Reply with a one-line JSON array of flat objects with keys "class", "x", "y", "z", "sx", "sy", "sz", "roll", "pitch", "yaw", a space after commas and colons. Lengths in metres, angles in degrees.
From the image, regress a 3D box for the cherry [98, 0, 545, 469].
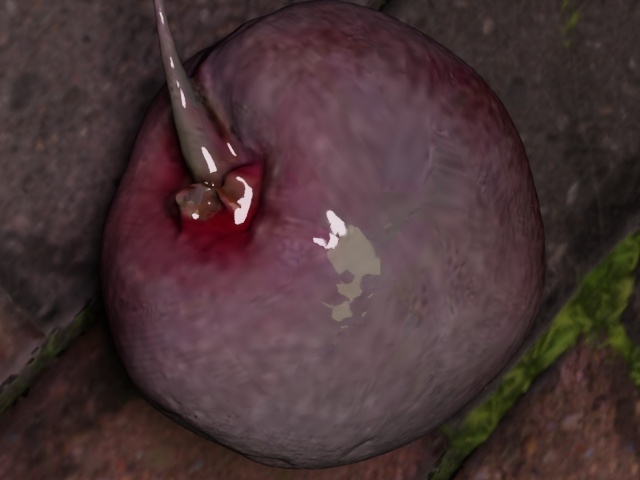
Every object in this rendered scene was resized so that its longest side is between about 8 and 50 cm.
[{"class": "cherry", "x": 0.000, "y": 0.000, "z": 0.899, "sx": 0.266, "sy": 0.183, "sz": 0.213, "roll": 26, "pitch": 93, "yaw": -35}]
